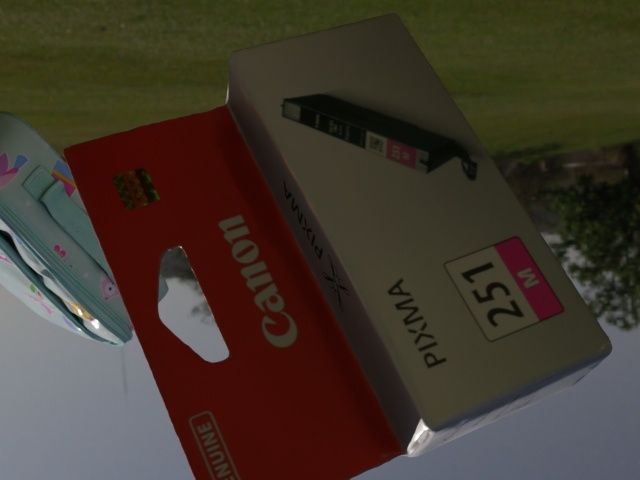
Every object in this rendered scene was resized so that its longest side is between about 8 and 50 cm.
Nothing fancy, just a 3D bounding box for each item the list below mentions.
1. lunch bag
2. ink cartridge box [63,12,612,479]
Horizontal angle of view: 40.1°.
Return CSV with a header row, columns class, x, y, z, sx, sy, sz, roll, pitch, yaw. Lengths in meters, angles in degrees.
class,x,y,z,sx,sy,sz,roll,pitch,yaw
lunch bag,-0.300,-0.010,0.917,0.224,0.279,0.108,13,-122,47
ink cartridge box,0.000,0.000,0.531,0.239,0.275,0.060,-18,155,-21
